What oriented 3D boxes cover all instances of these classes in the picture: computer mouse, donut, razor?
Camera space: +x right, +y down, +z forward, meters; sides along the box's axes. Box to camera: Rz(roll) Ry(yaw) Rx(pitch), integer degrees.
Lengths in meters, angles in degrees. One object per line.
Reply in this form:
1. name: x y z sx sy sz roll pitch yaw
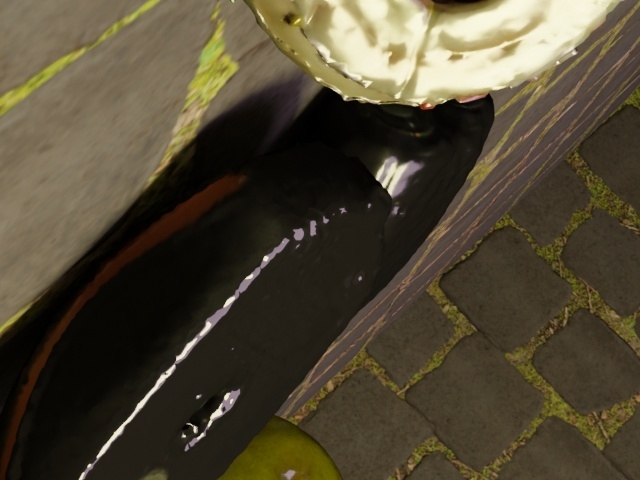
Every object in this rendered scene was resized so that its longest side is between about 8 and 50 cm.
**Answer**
1. computer mouse: -0.091 0.064 0.796 0.323 0.116 0.183 -49 156 0
2. donut: 0.046 -0.130 0.496 0.174 0.068 0.175 -8 137 -8
3. razor: 0.002 0.004 0.994 0.189 0.107 0.327 -32 165 -51

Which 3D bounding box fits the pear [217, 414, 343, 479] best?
1. pear: -0.115 0.313 1.361 0.294 0.294 0.294 -44 171 -9
